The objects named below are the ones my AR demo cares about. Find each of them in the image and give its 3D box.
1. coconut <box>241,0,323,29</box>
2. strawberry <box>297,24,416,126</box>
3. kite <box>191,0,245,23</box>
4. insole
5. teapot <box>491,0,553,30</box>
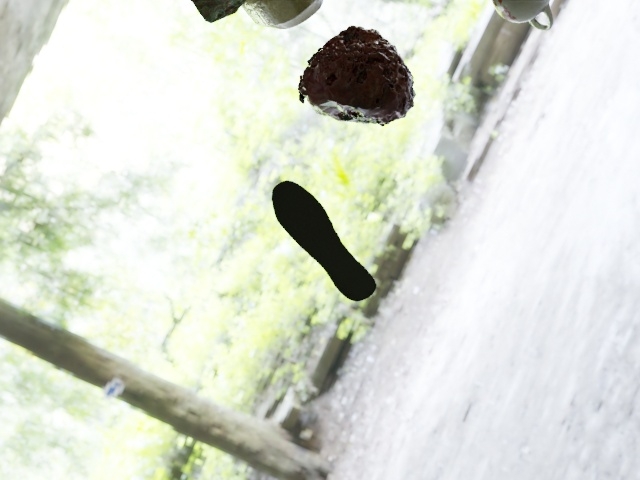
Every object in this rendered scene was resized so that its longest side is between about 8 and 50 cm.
[{"bbox_3d":[-0.107,-0.624,2.381,0.241,0.241,0.241,-156,90,-87],"label":"coconut"},{"bbox_3d":[0.083,-0.370,2.260,0.274,0.274,0.220,-161,77,-87],"label":"strawberry"},{"bbox_3d":[-0.266,-0.564,2.204,0.127,0.229,0.016,-37,-15,-33],"label":"kite"},{"bbox_3d":[0.000,0.000,1.665,0.086,0.253,0.005,-28,-21,-26],"label":"insole"},{"bbox_3d":[0.412,-0.511,2.035,0.159,0.116,0.245,-56,-46,-27],"label":"teapot"}]
